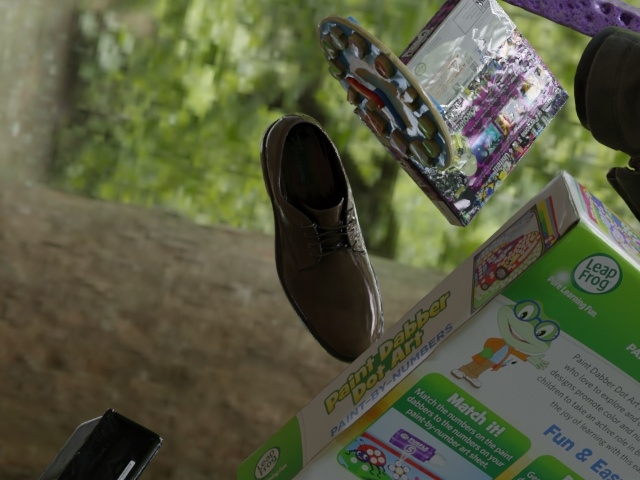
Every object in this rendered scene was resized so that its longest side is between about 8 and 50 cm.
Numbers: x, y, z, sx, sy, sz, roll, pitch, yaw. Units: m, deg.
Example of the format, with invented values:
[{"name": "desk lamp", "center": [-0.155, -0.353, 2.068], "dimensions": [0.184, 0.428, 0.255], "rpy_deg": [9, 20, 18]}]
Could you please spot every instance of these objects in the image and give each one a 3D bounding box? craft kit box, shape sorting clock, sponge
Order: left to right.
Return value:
[{"name": "shape sorting clock", "center": [0.067, -0.154, 1.589], "dimensions": [0.040, 0.206, 0.206], "rpy_deg": [-42, 173, -8]}, {"name": "craft kit box", "center": [0.127, 0.124, 0.785], "dimensions": [0.247, 0.250, 0.061], "rpy_deg": [-42, -156, 24]}, {"name": "sponge", "center": [0.182, -0.173, 1.089], "dimensions": [0.117, 0.210, 0.031], "rpy_deg": [-53, 166, -75]}]

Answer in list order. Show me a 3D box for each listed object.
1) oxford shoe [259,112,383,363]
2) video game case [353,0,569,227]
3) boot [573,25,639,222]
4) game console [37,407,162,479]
[{"name": "oxford shoe", "center": [0.000, 0.000, 1.291], "dimensions": [0.096, 0.083, 0.227], "rpy_deg": [172, -101, -82]}, {"name": "video game case", "center": [0.180, -0.171, 1.864], "dimensions": [0.232, 0.210, 0.042], "rpy_deg": [-51, -154, -15]}, {"name": "boot", "center": [0.311, -0.006, 0.930], "dimensions": [0.118, 0.223, 0.338], "rpy_deg": [-46, 120, -27]}, {"name": "game console", "center": [-0.246, 0.249, 1.616], "dimensions": [0.122, 0.107, 0.071], "rpy_deg": [-56, 168, -38]}]
